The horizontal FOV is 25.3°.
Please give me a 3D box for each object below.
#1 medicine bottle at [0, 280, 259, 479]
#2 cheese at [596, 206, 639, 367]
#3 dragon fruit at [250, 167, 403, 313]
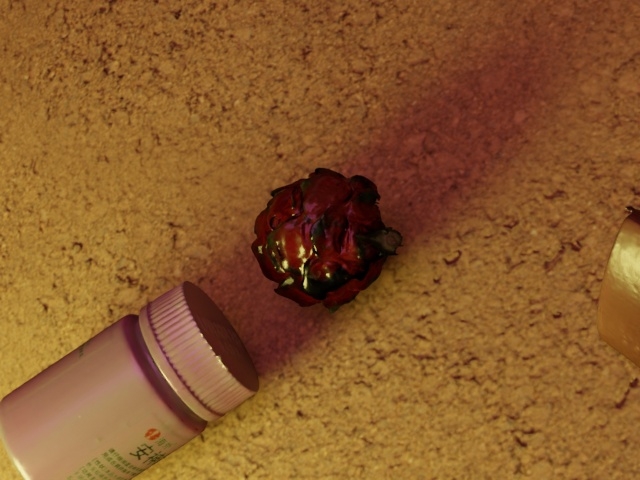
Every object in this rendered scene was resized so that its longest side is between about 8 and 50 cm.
[{"bbox_3d":[-0.239,0.196,1.781,0.290,0.178,0.178,-34,56,6],"label":"medicine bottle"},{"bbox_3d":[0.388,0.064,1.584,0.128,0.203,0.177,38,117,31],"label":"cheese"},{"bbox_3d":[0.002,-0.001,1.771,0.182,0.188,0.182,3,69,-9],"label":"dragon fruit"}]
